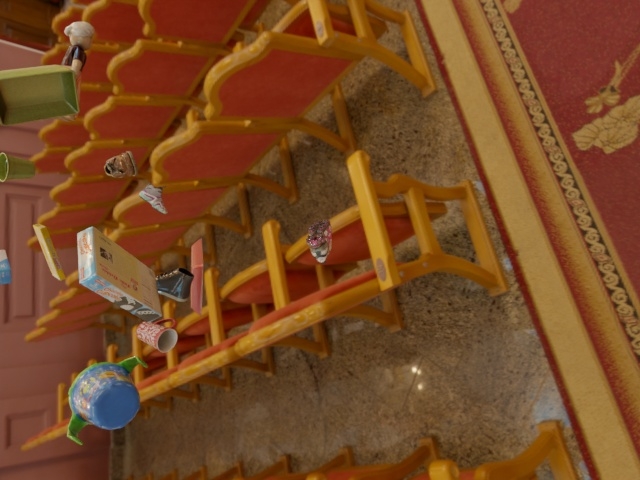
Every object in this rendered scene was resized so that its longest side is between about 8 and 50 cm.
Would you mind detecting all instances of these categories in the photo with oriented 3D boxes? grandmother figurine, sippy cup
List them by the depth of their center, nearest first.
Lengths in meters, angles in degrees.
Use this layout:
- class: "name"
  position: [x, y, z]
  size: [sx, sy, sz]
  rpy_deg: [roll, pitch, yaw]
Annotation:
- class: "grandmother figurine"
  position: [-0.853, -0.585, 1.591]
  size: [0.208, 0.104, 0.342]
  rpy_deg: [13, 88, 37]
- class: "sippy cup"
  position: [-0.774, 0.580, 1.694]
  size: [0.224, 0.240, 0.305]
  rpy_deg: [-4, 78, 52]

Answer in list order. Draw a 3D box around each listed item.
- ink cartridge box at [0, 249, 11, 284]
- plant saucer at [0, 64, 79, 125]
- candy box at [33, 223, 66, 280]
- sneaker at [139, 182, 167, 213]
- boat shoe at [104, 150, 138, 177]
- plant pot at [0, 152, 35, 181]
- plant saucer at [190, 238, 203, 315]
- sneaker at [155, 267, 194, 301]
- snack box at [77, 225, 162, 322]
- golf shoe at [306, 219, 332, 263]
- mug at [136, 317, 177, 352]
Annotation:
- class: "ink cartridge box"
  position: [-1.066, 0.093, 1.421]
  size: [0.104, 0.180, 0.060]
  rpy_deg: [47, 129, 34]
- class: "plant saucer"
  position: [-0.709, -0.367, 1.144]
  size: [0.045, 0.188, 0.188]
  rpy_deg: [65, 151, 9]
- class: "candy box"
  position: [-0.996, 0.042, 1.699]
  size: [0.105, 0.027, 0.205]
  rpy_deg: [11, 118, 43]
- class: "sneaker"
  position: [-0.459, -0.125, 1.319]
  size: [0.038, 0.098, 0.069]
  rpy_deg: [20, 70, 42]
- class: "boat shoe"
  position: [-0.903, -0.328, 2.083]
  size: [0.307, 0.105, 0.110]
  rpy_deg: [-4, 104, 59]
- class: "plant pot"
  position: [-0.889, -0.211, 1.356]
  size: [0.083, 0.079, 0.083]
  rpy_deg: [2, 93, 38]
- class: "plant saucer"
  position: [-0.547, 0.157, 2.039]
  size: [0.258, 0.048, 0.259]
  rpy_deg: [-119, 34, -59]
- class: "sneaker"
  position: [-0.597, 0.141, 1.775]
  size: [0.083, 0.222, 0.118]
  rpy_deg: [-94, 26, -74]
- class: "snack box"
  position: [-0.623, 0.115, 1.449]
  size: [0.060, 0.322, 0.187]
  rpy_deg: [-26, 55, 3]
- class: "golf shoe"
  position: [0.000, 0.000, 1.377]
  size: [0.068, 0.186, 0.085]
  rpy_deg: [-12, 114, 15]
- class: "mug"
  position: [-0.756, 0.436, 2.162]
  size: [0.169, 0.150, 0.113]
  rpy_deg: [11, 114, 32]
